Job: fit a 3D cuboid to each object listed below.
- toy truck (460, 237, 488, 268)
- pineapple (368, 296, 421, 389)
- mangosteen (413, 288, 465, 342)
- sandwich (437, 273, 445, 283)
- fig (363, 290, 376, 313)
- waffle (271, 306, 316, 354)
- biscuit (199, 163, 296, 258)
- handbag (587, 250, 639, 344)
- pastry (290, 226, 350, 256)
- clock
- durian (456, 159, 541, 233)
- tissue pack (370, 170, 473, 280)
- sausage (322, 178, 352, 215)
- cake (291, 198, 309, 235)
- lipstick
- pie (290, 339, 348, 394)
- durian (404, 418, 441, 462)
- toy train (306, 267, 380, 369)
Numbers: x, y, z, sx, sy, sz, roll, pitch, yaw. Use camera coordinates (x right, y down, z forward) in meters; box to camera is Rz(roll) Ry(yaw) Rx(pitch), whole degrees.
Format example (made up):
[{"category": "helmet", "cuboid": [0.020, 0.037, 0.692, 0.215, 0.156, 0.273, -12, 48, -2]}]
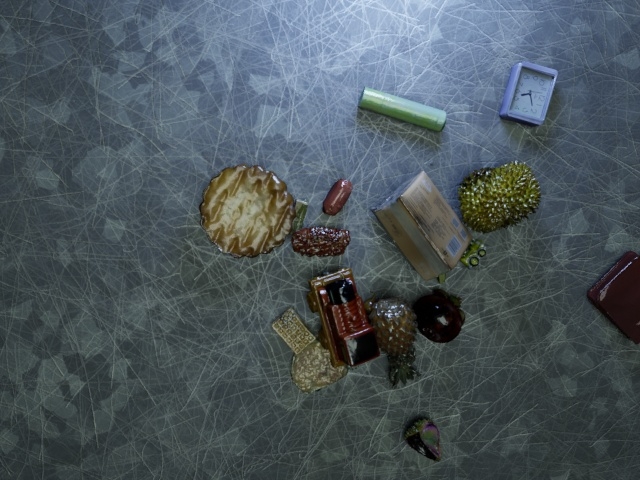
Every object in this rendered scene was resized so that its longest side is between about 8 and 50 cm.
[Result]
[{"category": "toy truck", "cuboid": [0.549, 0.043, 1.879, 0.077, 0.076, 0.111, 37, 93, 12]}, {"category": "pineapple", "cuboid": [0.265, 0.371, 1.852, 0.175, 0.175, 0.361, -9, 119, -3]}, {"category": "mangosteen", "cuboid": [0.428, 0.264, 1.857, 0.200, 0.200, 0.199, -1, 98, -4]}, {"category": "sandwich", "cuboid": [0.435, 0.120, 1.893, 0.031, 0.083, 0.044, -13, 55, 3]}, {"category": "fig", "cuboid": [0.182, 0.225, 1.889, 0.050, 0.050, 0.083, 16, 77, -6]}, {"category": "waffle", "cuboid": [-0.096, 0.324, 1.866, 0.102, 0.042, 0.148, -41, 86, 2]}, {"category": "biscuit", "cuboid": [-0.248, -0.098, 1.783, 0.326, 0.107, 0.325, -1, 95, -6]}, {"category": "handbag", "cuboid": [1.167, 0.211, 1.935, 0.275, 0.084, 0.260, 42, 92, -9]}, {"category": "pastry", "cuboid": [0.000, 0.002, 1.815, 0.209, 0.097, 0.115, -1, 106, -6]}, {"category": "clock", "cuboid": [0.721, -0.504, 1.811, 0.145, 0.073, 0.193, 13, 96, -5]}, {"category": "durian", "cuboid": [0.608, -0.152, 1.772, 0.293, 0.258, 0.258, -25, 99, -6]}, {"category": "tissue pack", "cuboid": [0.330, -0.038, 1.800, 0.239, 0.238, 0.305, -37, 99, 1]}, {"category": "sausage", "cuboid": [0.058, -0.148, 1.812, 0.076, 0.076, 0.141, 32, 93, -7]}, {"category": "cake", "cuboid": [-0.080, -0.084, 1.836, 0.051, 0.055, 0.139, 15, 114, -7]}, {"category": "lipstick", "cuboid": [0.284, -0.448, 1.787, 0.305, 0.076, 0.076, 16, 96, -7]}, {"category": "pie", "cuboid": [-0.008, 0.451, 1.899, 0.218, 0.052, 0.185, -24, 99, 1]}, {"category": "durian", "cuboid": [0.390, 0.730, 1.958, 0.186, 0.119, 0.108, 52, 53, -20]}, {"category": "toy train", "cuboid": [0.085, 0.282, 1.779, 0.163, 0.232, 0.368, -18, 99, -19]}]
